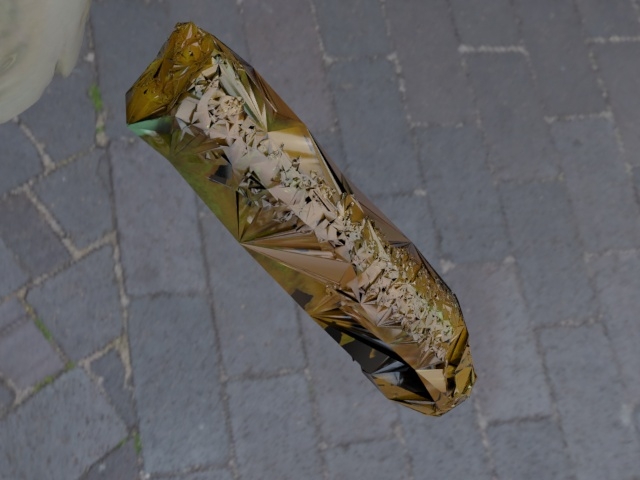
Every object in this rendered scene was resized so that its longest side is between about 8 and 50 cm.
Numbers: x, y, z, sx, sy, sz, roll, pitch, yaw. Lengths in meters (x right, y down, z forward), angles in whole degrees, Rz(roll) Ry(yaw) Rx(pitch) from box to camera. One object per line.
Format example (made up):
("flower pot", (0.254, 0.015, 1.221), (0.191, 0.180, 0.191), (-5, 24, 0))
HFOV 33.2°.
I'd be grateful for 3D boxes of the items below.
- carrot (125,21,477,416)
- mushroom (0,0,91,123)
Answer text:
("carrot", (0.000, 0.001, 0.488), (0.228, 0.069, 0.069), (48, 55, -32))
("mushroom", (-0.126, -0.212, 0.337), (0.138, 0.407, 0.154), (-5, 61, -19))
